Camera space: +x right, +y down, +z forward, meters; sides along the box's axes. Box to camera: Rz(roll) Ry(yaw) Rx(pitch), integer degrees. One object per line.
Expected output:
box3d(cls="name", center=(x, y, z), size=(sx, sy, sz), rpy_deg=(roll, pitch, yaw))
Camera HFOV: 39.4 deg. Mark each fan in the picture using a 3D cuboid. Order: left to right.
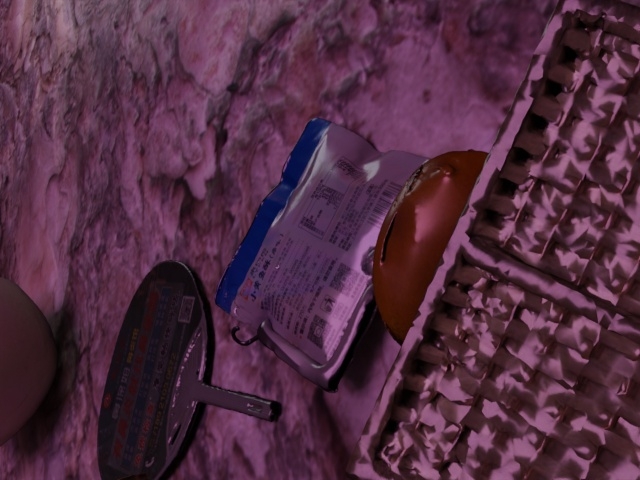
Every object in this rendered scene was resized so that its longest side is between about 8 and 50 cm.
box3d(cls="fan", center=(-0.133, 0.106, 0.807), size=(0.294, 0.012, 0.223), rpy_deg=(-38, 46, 39))

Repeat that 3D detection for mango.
box3d(cls="mango", center=(0.069, 0.004, 0.527), size=(0.077, 0.063, 0.127), rpy_deg=(38, 107, 45))

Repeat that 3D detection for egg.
box3d(cls="egg", center=(-0.379, 0.132, 1.009), size=(0.271, 0.162, 0.206), rpy_deg=(131, 116, -82))

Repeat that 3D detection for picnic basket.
box3d(cls="picnic basket", center=(0.129, 0.031, 0.350), size=(0.134, 0.154, 0.196), rpy_deg=(27, 98, 30))

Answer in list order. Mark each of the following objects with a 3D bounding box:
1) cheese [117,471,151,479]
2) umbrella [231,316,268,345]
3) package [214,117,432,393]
box3d(cls="cheese", center=(-0.142, 0.344, 0.590), size=(0.316, 0.128, 0.259), rpy_deg=(-65, 28, 2))
box3d(cls="umbrella", center=(-0.013, 0.053, 0.660), size=(0.149, 0.022, 0.022), rpy_deg=(-25, 19, 37))
box3d(cls="package", center=(0.000, 0.000, 0.642), size=(0.173, 0.027, 0.171), rpy_deg=(30, 93, 53))
